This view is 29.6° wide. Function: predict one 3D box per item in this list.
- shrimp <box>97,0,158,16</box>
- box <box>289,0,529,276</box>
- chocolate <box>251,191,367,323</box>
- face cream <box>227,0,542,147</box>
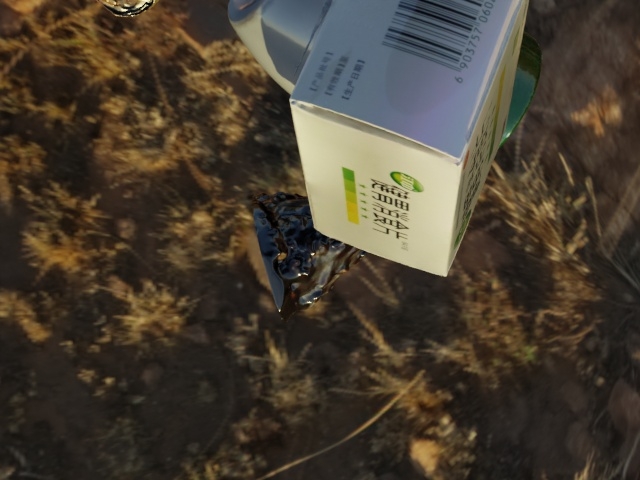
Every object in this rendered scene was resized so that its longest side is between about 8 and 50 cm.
[{"bbox_3d":[-0.347,-0.430,1.787,0.262,0.066,0.117,36,107,-17],"label":"shrimp"},{"bbox_3d":[0.077,-0.105,1.046,0.145,0.333,0.173,22,75,10],"label":"box"},{"bbox_3d":[0.000,0.000,1.389,0.133,0.156,0.156,-17,83,3],"label":"chocolate"},{"bbox_3d":[0.081,-0.256,1.532,0.357,0.312,0.219,29,63,-24],"label":"face cream"}]
